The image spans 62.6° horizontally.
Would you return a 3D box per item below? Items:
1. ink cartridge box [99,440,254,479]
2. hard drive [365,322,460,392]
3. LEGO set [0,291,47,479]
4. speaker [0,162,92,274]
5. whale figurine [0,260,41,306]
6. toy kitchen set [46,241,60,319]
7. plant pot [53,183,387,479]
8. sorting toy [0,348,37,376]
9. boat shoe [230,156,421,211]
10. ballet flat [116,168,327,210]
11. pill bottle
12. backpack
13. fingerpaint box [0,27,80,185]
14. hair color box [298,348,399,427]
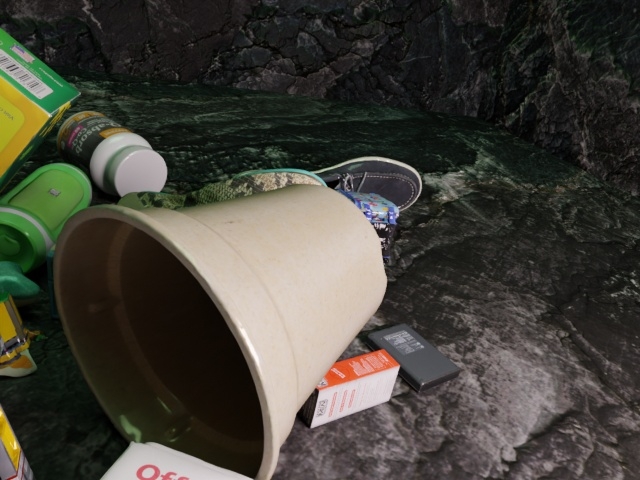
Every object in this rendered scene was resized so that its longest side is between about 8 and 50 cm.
[{"bbox_3d":[-0.127,0.325,0.371,0.223,0.128,0.307,15,26,12],"label":"ink cartridge box"},{"bbox_3d":[0.154,0.193,0.884,0.094,0.022,0.135,-8,31,-35],"label":"hard drive"},{"bbox_3d":[-0.419,0.205,0.504,0.332,0.191,0.255,-22,20,-29],"label":"LEGO set"},{"bbox_3d":[-0.531,-0.049,0.993,0.131,0.131,0.296,7,26,-9],"label":"speaker"},{"bbox_3d":[-0.544,0.066,0.727,0.216,0.141,0.272,30,31,36],"label":"whale figurine"},{"bbox_3d":[-0.310,0.101,0.771,0.207,0.122,0.166,8,26,-6],"label":"toy kitchen set"},{"bbox_3d":[-0.085,0.074,0.642,0.334,0.333,0.306,26,34,28],"label":"plant pot"},{"bbox_3d":[-0.439,0.156,0.714,0.075,0.044,0.083,-28,42,-26],"label":"sorting toy"},{"bbox_3d":[0.028,-0.090,1.251,0.501,0.186,0.156,-6,35,-22],"label":"boat shoe"},{"bbox_3d":[-0.208,-0.007,0.912,0.484,0.164,0.181,-2,46,33],"label":"ballet flat"},{"bbox_3d":[-0.505,-0.202,1.279,0.279,0.162,0.162,30,31,34],"label":"pill bottle"},{"bbox_3d":[0.043,-0.033,1.011,0.174,0.116,0.158,6,16,-14],"label":"backpack"},{"bbox_3d":[-0.692,-0.238,0.822,0.445,0.371,0.163,40,17,-22],"label":"fingerpaint box"},{"bbox_3d":[0.040,0.208,0.749,0.141,0.071,0.043,-7,31,-34],"label":"hair color box"}]
